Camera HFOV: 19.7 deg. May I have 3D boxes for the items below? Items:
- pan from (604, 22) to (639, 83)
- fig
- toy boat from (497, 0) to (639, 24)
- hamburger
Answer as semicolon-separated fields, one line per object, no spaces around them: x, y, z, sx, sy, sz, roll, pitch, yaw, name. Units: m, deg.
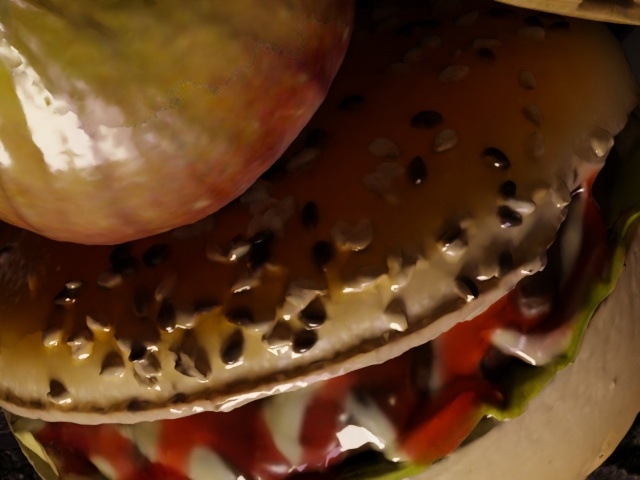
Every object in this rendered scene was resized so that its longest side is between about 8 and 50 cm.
0.218;-0.084;0.888;0.235;0.028;0.136;-6;135;-24;pan
-0.085;-0.096;0.548;0.160;0.143;0.231;-2;150;19;fig
0.047;-0.115;0.514;0.121;0.089;0.321;25;-171;39;toy boat
0.000;0.000;0.728;0.300;0.176;0.300;-18;-149;12;hamburger
